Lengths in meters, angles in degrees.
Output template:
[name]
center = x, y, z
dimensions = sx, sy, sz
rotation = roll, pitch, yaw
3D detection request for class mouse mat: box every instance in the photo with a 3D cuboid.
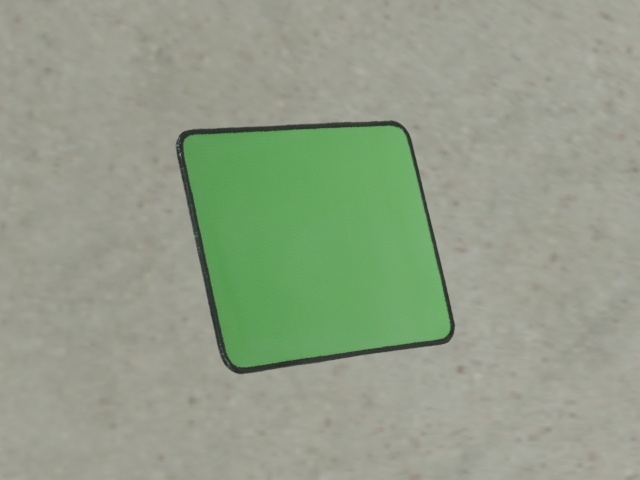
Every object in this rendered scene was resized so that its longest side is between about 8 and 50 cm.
[mouse mat]
center = 0.000, 0.000, 1.201
dimensions = 0.007, 0.189, 0.153
rotation = -23, 76, 49
